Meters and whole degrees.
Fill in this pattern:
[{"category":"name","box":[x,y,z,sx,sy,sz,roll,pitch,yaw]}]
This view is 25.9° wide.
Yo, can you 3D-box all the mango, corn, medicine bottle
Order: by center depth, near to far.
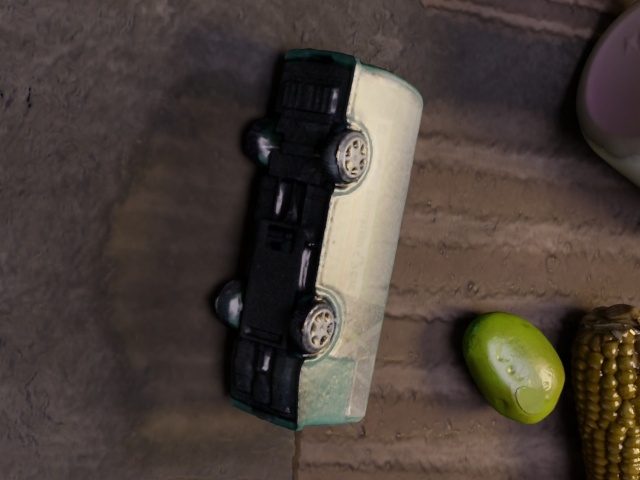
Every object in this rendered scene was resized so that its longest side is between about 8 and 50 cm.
[{"category":"mango","box":[0.154,0.100,1.127,0.108,0.056,0.073,44,69,-29]},{"category":"medicine bottle","box":[0.362,-0.078,1.165,0.293,0.170,0.170,31,81,-34]},{"category":"corn","box":[0.276,0.195,1.204,0.106,0.106,0.293,-21,112,-30]}]

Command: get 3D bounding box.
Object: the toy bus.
[{"category":"toy bus","box":[0.000,0.000,0.987,0.109,0.091,0.262,7,96,-46]}]
